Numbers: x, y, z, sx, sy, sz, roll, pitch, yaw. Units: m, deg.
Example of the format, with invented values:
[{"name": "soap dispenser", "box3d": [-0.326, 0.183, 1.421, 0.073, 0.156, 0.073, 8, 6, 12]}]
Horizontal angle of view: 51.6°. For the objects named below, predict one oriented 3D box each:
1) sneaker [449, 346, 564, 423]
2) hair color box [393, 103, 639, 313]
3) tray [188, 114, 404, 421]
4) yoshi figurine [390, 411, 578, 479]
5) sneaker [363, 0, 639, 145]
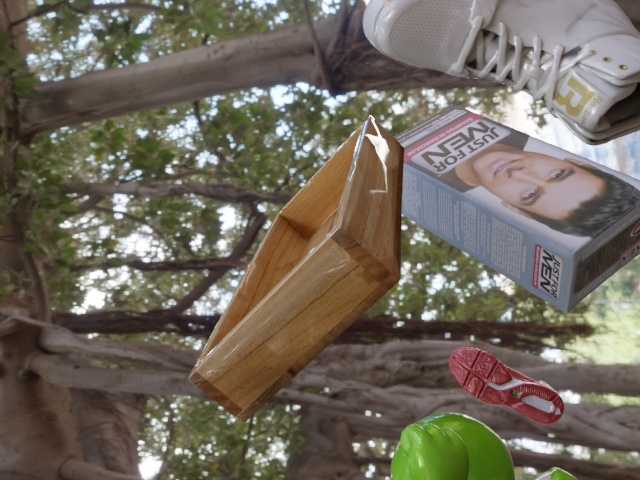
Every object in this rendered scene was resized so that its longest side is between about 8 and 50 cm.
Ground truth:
[{"name": "sneaker", "box3d": [0.354, 0.278, 1.259, 0.087, 0.221, 0.128, -60, -26, 1]}, {"name": "hair color box", "box3d": [0.271, -0.067, 0.985, 0.185, 0.374, 0.114, -31, -46, -24]}, {"name": "tray", "box3d": [0.000, 0.000, 0.736, 0.076, 0.203, 0.411, 41, -158, -11]}, {"name": "yoshi figurine", "box3d": [0.064, 0.250, 0.512, 0.362, 0.203, 0.203, -15, -95, -42]}, {"name": "sneaker", "box3d": [0.196, -0.170, 0.605, 0.108, 0.292, 0.169, 105, 156, -43]}]
